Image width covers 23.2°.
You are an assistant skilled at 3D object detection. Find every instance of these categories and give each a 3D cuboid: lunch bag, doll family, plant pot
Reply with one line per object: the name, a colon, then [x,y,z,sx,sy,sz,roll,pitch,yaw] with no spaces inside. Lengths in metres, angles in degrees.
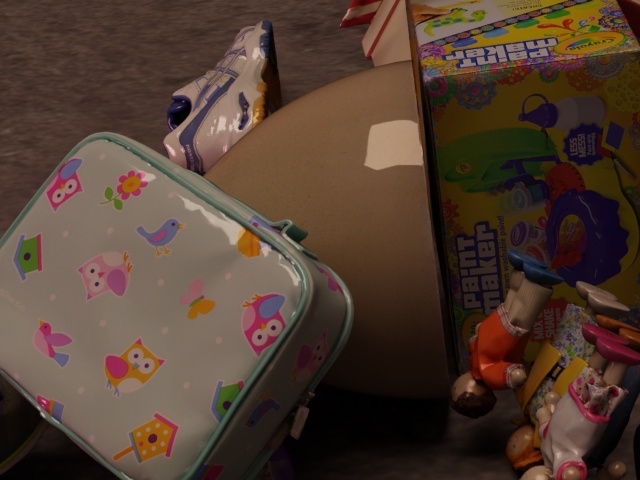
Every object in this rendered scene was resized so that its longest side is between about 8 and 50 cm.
lunch bag: [-0.117,0.056,1.166,0.279,0.108,0.224,34,85,31]
doll family: [0.187,0.128,1.156,0.118,0.163,0.263,19,13,-16]
plant pot: [0.000,0.000,1.309,0.190,0.284,0.284,-6,29,4]

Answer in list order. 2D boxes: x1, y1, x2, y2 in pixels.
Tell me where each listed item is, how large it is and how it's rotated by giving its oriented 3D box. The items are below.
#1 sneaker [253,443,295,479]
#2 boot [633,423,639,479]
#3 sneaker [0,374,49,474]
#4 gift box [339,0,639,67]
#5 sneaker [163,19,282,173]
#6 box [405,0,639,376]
sneaker: [-0.101,0.126,1.309,0.146,0.102,0.293,-30,35,-33]
boot: [0.479,0.179,1.008,0.445,0.146,0.367,-10,28,-8]
sneaker: [-0.312,0.156,1.231,0.111,0.121,0.300,34,64,13]
gift box: [0.181,-0.213,1.636,0.255,0.276,0.258,25,26,-19]
sneaker: [-0.116,-0.174,1.838,0.131,0.112,0.296,-6,29,7]
box: [0.181,-0.080,1.394,0.177,0.290,0.279,-7,30,3]
